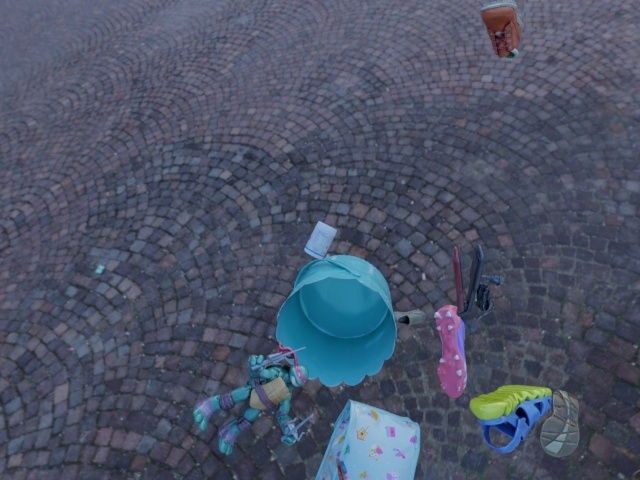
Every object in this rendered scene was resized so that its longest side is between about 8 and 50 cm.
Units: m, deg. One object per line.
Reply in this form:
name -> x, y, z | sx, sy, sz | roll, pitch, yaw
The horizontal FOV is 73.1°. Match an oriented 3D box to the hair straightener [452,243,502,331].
hair straightener -> 0.302, 0.097, 0.821 | 0.089, 0.230, 0.047 | -8, 39, 13

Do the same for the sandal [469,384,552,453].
sandal -> 0.526, 0.475, 1.173 | 0.317, 0.126, 0.138 | -1, 78, -33

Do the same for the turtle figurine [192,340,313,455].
turtle figurine -> -0.097, 0.282, 0.775 | 0.234, 0.118, 0.175 | -31, 94, 5

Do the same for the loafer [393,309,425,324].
loafer -> 0.361, 0.319, 1.755 | 0.148, 0.056, 0.050 | -2, 21, -9

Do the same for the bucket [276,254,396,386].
bucket -> 0.044, 0.175, 1.019 | 0.281, 0.281, 0.183 | -5, 17, 11

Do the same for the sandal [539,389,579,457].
sandal -> 0.525, 0.407, 0.950 | 0.072, 0.049, 0.180 | 22, 38, 24

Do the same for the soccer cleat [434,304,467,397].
soccer cleat -> 0.370, 0.302, 1.190 | 0.083, 0.095, 0.248 | -13, 81, 47

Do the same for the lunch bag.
lunch bag -> 0.131, 0.578, 1.144 | 0.223, 0.160, 0.262 | 22, 73, -5

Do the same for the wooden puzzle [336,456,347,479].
wooden puzzle -> 0.042, 0.435, 0.762 | 0.014, 0.116, 0.078 | -12, 12, -10

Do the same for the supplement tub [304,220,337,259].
supplement tub -> 0.000, 0.000, 1.383 | 0.071, 0.071, 0.107 | 30, 96, 31

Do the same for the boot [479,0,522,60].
boot -> 0.354, -0.406, 0.839 | 0.059, 0.158, 0.085 | 6, 94, 41
